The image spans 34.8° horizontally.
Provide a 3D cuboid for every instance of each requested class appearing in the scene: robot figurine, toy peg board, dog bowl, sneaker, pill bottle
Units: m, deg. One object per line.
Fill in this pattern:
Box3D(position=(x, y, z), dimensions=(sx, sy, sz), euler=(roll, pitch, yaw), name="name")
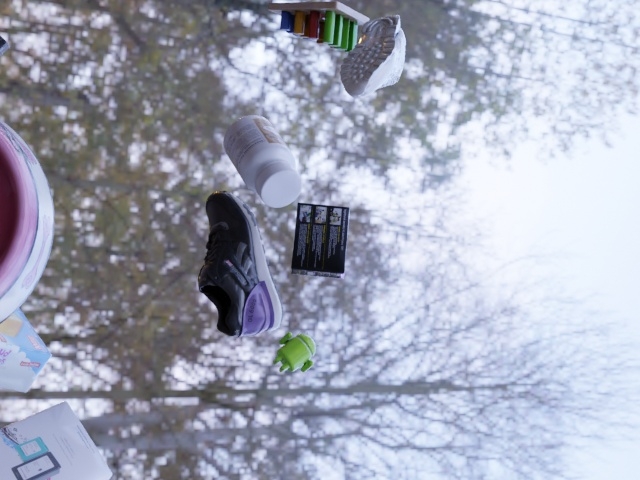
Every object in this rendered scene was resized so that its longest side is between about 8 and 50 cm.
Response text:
Box3D(position=(-0.060, 0.274, 2.492), dimensions=(0.101, 0.115, 0.067), euler=(50, -22, 9), name="robot figurine")
Box3D(position=(-0.005, -0.438, 2.122), dimensions=(0.160, 0.161, 0.079), euler=(5, -89, 27), name="toy peg board")
Box3D(position=(-0.602, -0.039, 1.507), dimensions=(0.150, 0.408, 0.408), euler=(154, -63, -73), name="dog bowl")
Box3D(position=(-0.171, 0.039, 1.861), dimensions=(0.107, 0.124, 0.283), euler=(-44, -117, 50), name="sneaker")
Box3D(position=(-0.130, -0.181, 2.369), dimensions=(0.229, 0.131, 0.131), euler=(57, -45, 46), name="pill bottle")
Box3D(position=(0.101, -0.296, 1.738), dimensions=(0.235, 0.090, 0.095), euler=(-62, 143, -47), name="sneaker")

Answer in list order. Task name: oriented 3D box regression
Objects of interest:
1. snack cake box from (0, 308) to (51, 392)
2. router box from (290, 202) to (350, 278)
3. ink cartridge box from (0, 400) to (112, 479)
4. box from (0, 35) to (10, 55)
Box3D(position=(-0.606, 0.146, 1.801), dimensions=(0.089, 0.152, 0.264), euler=(-54, -130, 8), name="snack cake box")
Box3D(position=(0.000, 0.000, 2.523), dimensions=(0.046, 0.133, 0.179), euler=(95, 1, -68), name="router box")
Box3D(position=(-0.618, 0.502, 2.114), dimensions=(0.197, 0.270, 0.198), euler=(52, -46, 17), name="ink cartridge box")
Box3D(position=(-0.514, -0.305, 1.528), dimensions=(0.052, 0.083, 0.062), euler=(-47, -167, -6), name="box")
